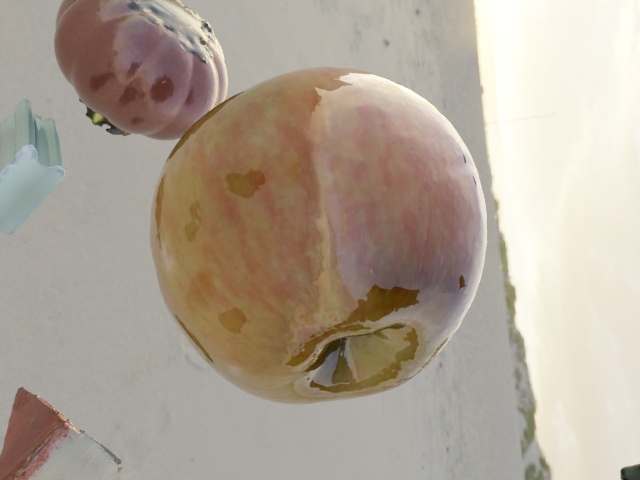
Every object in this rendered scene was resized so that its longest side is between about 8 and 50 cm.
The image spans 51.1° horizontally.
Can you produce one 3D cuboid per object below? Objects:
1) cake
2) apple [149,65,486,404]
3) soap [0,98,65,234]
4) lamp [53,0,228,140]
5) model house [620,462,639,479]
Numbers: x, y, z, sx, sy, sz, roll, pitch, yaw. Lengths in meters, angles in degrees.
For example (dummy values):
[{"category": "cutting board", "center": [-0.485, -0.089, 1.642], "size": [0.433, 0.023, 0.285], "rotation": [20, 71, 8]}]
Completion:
[{"category": "cake", "center": [-0.496, 0.388, 1.193], "size": [0.160, 0.262, 0.158], "rotation": [-52, 123, -24]}, {"category": "apple", "center": [0.000, 0.000, 0.782], "size": [0.391, 0.391, 0.347], "rotation": [68, 4, -60]}, {"category": "soap", "center": [-0.409, -0.104, 0.902], "size": [0.066, 0.119, 0.198], "rotation": [39, 7, -36]}, {"category": "lamp", "center": [-0.307, -0.294, 1.133], "size": [0.305, 0.239, 0.305], "rotation": [35, 27, -21]}, {"category": "model house", "center": [0.225, 0.345, 0.592], "size": [0.294, 0.329, 0.252], "rotation": [4, 65, -58]}]
